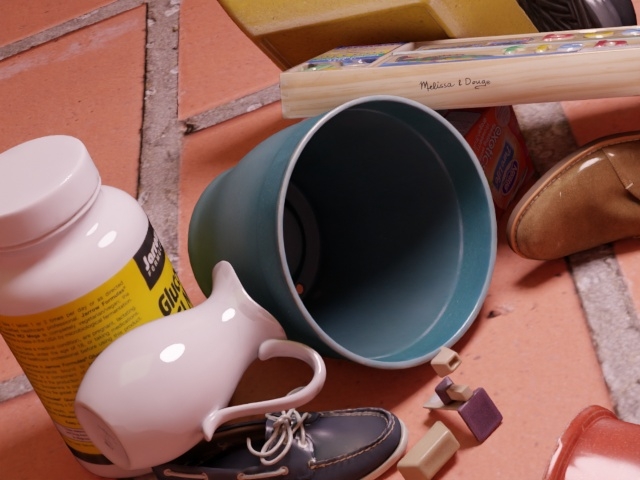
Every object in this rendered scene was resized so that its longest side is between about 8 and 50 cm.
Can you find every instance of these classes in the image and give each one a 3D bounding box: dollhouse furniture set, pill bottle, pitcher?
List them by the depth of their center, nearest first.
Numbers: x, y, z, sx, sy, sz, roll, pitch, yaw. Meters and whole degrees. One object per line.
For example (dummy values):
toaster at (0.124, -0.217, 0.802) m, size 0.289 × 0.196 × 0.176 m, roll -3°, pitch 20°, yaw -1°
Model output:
dollhouse furniture set at (0.093, 0.170, 1.649) m, size 0.114 × 0.091 × 0.081 m, roll -44°, pitch 20°, yaw -24°
pitcher at (-0.115, 0.138, 1.657) m, size 0.207 × 0.125 × 0.178 m, roll -39°, pitch 55°, yaw -25°
pill bottle at (-0.235, 0.067, 1.777) m, size 0.188 × 0.334 × 0.188 m, roll -18°, pitch 32°, yaw 11°

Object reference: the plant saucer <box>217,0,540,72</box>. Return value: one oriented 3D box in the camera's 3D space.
plant saucer at (0.072, -0.247, 2.117) m, size 0.332 × 0.333 × 0.081 m, roll -8°, pitch 63°, yaw 26°

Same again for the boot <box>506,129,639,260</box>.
boot at (0.341, -0.046, 1.781) m, size 0.305 × 0.112 × 0.115 m, roll -23°, pitch 41°, yaw -2°

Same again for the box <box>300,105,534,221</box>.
box at (0.098, -0.093, 1.995) m, size 0.257 × 0.123 × 0.128 m, roll 4°, pitch 40°, yaw 38°

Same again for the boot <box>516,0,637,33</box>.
boot at (0.453, -0.405, 2.230) m, size 0.445 × 0.146 × 0.367 m, roll -26°, pitch 32°, yaw -11°

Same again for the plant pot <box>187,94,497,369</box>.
plant pot at (0.000, 0.000, 1.814) m, size 0.271 × 0.272 × 0.255 m, roll -44°, pitch 20°, yaw -29°

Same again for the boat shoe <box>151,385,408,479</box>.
boat shoe at (-0.043, 0.202, 1.681) m, size 0.254 × 0.079 × 0.095 m, roll -13°, pitch 34°, yaw 19°

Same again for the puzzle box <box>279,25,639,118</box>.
puzzle box at (0.185, -0.188, 1.888) m, size 0.409 × 0.052 × 0.272 m, roll -3°, pitch 11°, yaw 15°

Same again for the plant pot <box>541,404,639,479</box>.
plant pot at (0.305, 0.261, 1.197) m, size 0.265 × 0.272 × 0.272 m, roll 3°, pitch 40°, yaw 25°
